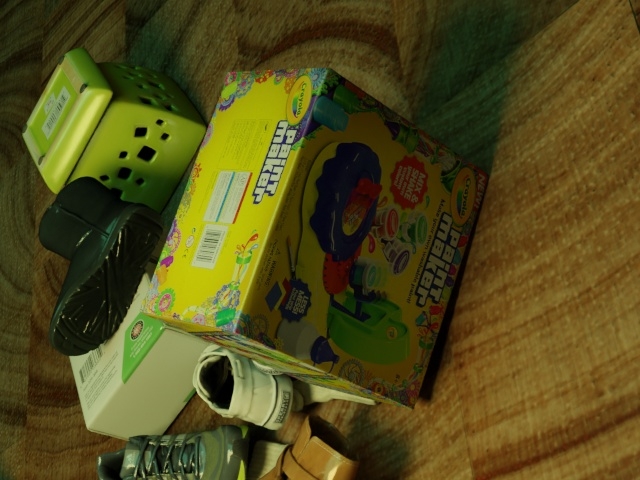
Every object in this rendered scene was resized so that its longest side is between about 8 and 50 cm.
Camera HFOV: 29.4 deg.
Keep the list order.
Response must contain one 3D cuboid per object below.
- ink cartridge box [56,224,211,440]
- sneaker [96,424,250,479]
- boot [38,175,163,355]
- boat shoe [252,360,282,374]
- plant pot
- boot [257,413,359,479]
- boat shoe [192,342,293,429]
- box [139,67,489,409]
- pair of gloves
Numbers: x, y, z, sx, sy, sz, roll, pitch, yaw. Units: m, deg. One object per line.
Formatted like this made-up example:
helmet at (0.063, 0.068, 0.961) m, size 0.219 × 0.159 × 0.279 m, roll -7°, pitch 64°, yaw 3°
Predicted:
ink cartridge box at (-0.274, 0.124, 1.821) m, size 0.211 × 0.121 × 0.289 m, roll -52°, pitch 38°, yaw 21°
sneaker at (-0.195, 0.303, 1.611) m, size 0.300 × 0.121 × 0.111 m, roll -29°, pitch 51°, yaw 48°
boot at (-0.349, 0.033, 1.775) m, size 0.207 × 0.094 × 0.246 m, roll 20°, pitch 79°, yaw 49°
boat shoe at (-0.037, 0.042, 1.524) m, size 0.095 × 0.084 × 0.258 m, roll -4°, pitch 48°, yaw 14°
plant pot at (-0.353, -0.175, 2.010) m, size 0.228 × 0.207 × 0.227 m, roll -57°, pitch 36°, yaw 14°
boot at (-0.007, 0.335, 1.320) m, size 0.220 × 0.109 × 0.283 m, roll -58°, pitch 25°, yaw 7°
boat shoe at (-0.121, 0.178, 1.572) m, size 0.267 × 0.088 × 0.096 m, roll 33°, pitch 107°, yaw 66°
box at (0.000, 0.000, 1.353) m, size 0.177 × 0.279 × 0.290 m, roll 6°, pitch 74°, yaw 49°
pair of gloves at (-0.015, 0.224, 1.493) m, size 0.204 × 0.042 × 0.240 m, roll 12°, pitch 83°, yaw 55°
